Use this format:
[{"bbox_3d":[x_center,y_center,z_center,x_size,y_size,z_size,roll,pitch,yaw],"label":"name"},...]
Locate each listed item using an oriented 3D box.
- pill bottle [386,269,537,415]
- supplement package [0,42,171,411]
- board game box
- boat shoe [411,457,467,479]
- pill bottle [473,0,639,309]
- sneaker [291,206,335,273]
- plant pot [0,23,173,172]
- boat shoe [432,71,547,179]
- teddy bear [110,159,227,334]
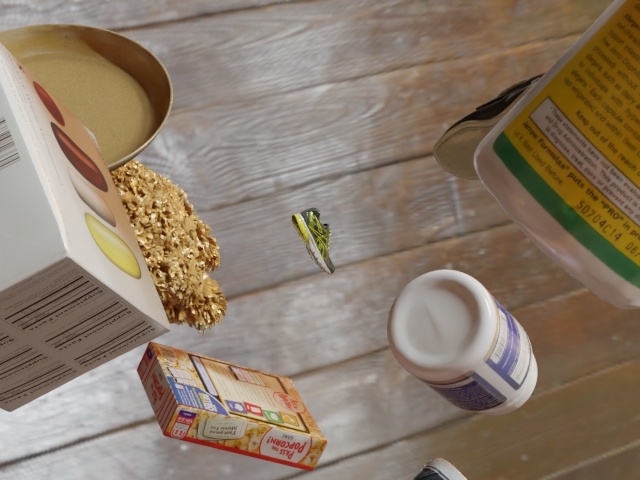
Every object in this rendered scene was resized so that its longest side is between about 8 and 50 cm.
[{"bbox_3d":[0.205,0.151,1.906,0.264,0.153,0.153,41,63,-57],"label":"pill bottle"},{"bbox_3d":[-0.235,-0.008,0.996,0.149,0.203,0.194,-27,69,4],"label":"supplement package"},{"bbox_3d":[-0.103,0.190,1.591,0.193,0.147,0.045,18,108,-26],"label":"board game box"},{"bbox_3d":[0.150,0.306,1.367,0.183,0.065,0.083,41,61,21],"label":"boat shoe"},{"bbox_3d":[0.184,-0.076,0.668,0.117,0.117,0.208,37,106,-21],"label":"pill bottle"},{"bbox_3d":[0.000,0.000,1.557,0.035,0.031,0.083,-32,112,-8],"label":"sneaker"},{"bbox_3d":[-0.259,-0.126,1.320,0.236,0.236,0.032,-27,142,-27],"label":"plant pot"},{"bbox_3d":[0.230,-0.140,1.666,0.084,0.233,0.079,49,49,-10],"label":"boat shoe"},{"bbox_3d":[-0.201,-0.035,1.529,0.338,0.113,0.245,55,24,-28],"label":"teddy bear"}]
